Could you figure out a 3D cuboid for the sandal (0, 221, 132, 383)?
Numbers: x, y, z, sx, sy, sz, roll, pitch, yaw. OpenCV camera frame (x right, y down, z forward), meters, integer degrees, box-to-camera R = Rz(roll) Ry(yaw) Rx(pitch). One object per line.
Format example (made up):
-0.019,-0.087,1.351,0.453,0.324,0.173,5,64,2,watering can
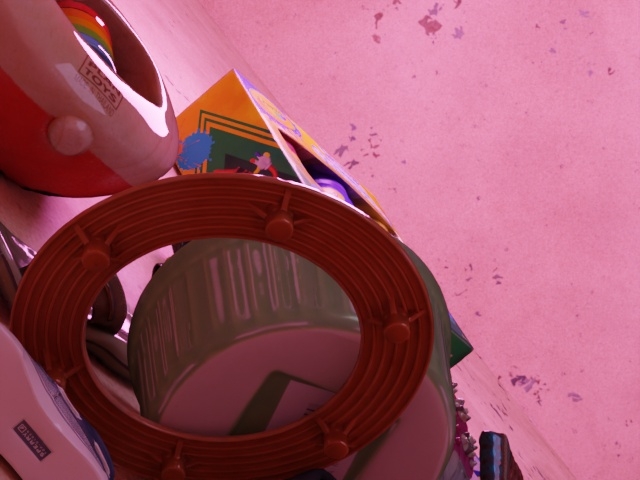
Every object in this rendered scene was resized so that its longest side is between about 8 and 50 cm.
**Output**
-0.216,0.045,1.489,0.303,0.086,0.120,38,16,-52,sandal

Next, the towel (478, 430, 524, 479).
0.192,0.396,1.490,0.271,0.040,0.370,62,25,-57,towel

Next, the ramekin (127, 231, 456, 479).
-0.022,0.138,1.430,0.303,0.303,0.148,45,18,-28,ramekin

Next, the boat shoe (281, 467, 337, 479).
0.065,0.396,1.253,0.500,0.156,0.187,56,10,24,boat shoe

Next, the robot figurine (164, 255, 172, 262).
-0.139,0.059,1.845,0.101,0.067,0.115,23,13,-1,robot figurine

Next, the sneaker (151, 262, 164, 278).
-0.116,0.125,1.733,0.118,0.083,0.222,-2,65,-32,sneaker

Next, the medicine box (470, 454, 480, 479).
0.102,0.300,1.794,0.263,0.149,0.289,53,11,13,medicine box

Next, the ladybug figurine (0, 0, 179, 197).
-0.294,-0.176,1.746,0.305,0.162,0.449,47,9,-21,ladybug figurine

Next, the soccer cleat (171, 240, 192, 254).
-0.074,0.090,1.991,0.318,0.108,0.116,47,-13,0,soccer cleat

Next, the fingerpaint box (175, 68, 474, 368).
0.000,0.000,2.416,0.445,0.163,0.371,40,14,-48,fingerpaint box

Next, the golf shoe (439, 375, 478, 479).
0.086,0.245,1.582,0.115,0.140,0.306,45,31,-45,golf shoe

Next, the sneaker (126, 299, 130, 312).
-0.221,0.051,1.608,0.083,0.032,0.037,47,10,-14,sneaker

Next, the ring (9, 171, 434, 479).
-0.076,0.087,1.261,0.336,0.336,0.032,45,25,-31,ring

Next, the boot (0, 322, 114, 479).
-0.227,0.129,1.224,0.190,0.069,0.086,58,2,-5,boot
